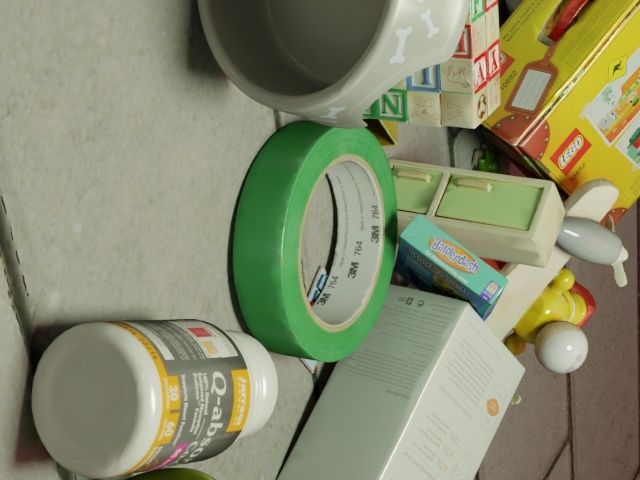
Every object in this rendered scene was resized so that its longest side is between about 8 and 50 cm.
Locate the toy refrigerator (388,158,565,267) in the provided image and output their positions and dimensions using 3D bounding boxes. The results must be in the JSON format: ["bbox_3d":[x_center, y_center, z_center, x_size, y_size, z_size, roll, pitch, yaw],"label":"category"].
[{"bbox_3d":[0.214,-0.044,1.982,0.102,0.270,0.094,-66,148,-23],"label":"toy refrigerator"}]

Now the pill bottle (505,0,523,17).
[{"bbox_3d":[0.429,-0.356,2.399,0.152,0.152,0.272,-62,146,-30],"label":"pill bottle"}]

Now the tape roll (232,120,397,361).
[{"bbox_3d":[0.000,0.000,1.796,0.321,0.077,0.321,-20,113,-57],"label":"tape roll"}]

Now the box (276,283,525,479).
[{"bbox_3d":[0.122,0.270,1.946,0.215,0.168,0.345,47,65,-44],"label":"box"}]

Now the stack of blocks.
[{"bbox_3d":[0.063,-0.242,1.619,0.087,0.297,0.171,-43,135,-51],"label":"stack of blocks"}]

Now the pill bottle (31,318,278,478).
[{"bbox_3d":[-0.171,0.167,1.465,0.278,0.162,0.162,4,95,-61],"label":"pill bottle"}]

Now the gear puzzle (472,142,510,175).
[{"bbox_3d":[0.314,-0.084,2.387,0.175,0.044,0.339,5,94,-61],"label":"gear puzzle"}]

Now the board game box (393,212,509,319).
[{"bbox_3d":[0.185,0.051,1.936,0.047,0.160,0.210,-51,171,-11],"label":"board game box"}]

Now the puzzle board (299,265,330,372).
[{"bbox_3d":[-0.003,0.114,1.909,0.128,0.011,0.096,-67,148,-23],"label":"puzzle board"}]

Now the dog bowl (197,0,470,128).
[{"bbox_3d":[0.000,-0.295,1.466,0.102,0.349,0.348,-8,106,-48],"label":"dog bowl"}]

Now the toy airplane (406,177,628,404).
[{"bbox_3d":[0.325,0.105,2.184,0.384,0.272,0.386,-28,147,-18],"label":"toy airplane"}]

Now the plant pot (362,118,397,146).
[{"bbox_3d":[0.062,-0.185,1.870,0.081,0.081,0.083,48,45,-55],"label":"plant pot"}]

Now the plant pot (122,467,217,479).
[{"bbox_3d":[-0.134,0.450,1.475,0.366,0.366,0.353,-54,131,-39],"label":"plant pot"}]

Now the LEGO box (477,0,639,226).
[{"bbox_3d":[0.506,-0.309,2.237,0.500,0.193,0.372,-50,138,4],"label":"LEGO box"}]
